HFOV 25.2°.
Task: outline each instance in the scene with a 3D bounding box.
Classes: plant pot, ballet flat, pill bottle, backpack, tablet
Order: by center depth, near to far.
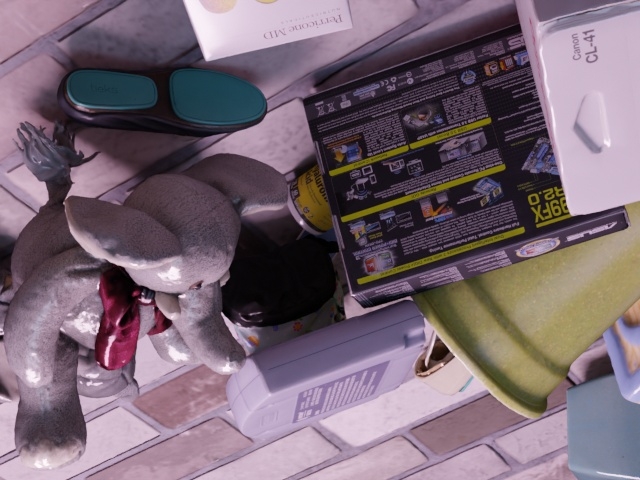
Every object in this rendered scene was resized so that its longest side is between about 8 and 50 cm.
[{"bbox_3d":[-0.155,-0.131,1.394,0.203,0.074,0.074,2,138,-17],"label":"ballet flat"},{"bbox_3d":[0.241,0.000,1.483,0.254,0.276,0.276,-38,132,16],"label":"plant pot"},{"bbox_3d":[0.025,-0.060,1.501,0.116,0.065,0.065,-33,133,25],"label":"pill bottle"},{"bbox_3d":[0.000,0.000,1.609,0.054,0.006,0.083,14,134,-23],"label":"tablet"},{"bbox_3d":[-0.037,0.087,1.615,0.152,0.115,0.182,-12,147,5],"label":"backpack"},{"bbox_3d":[0.186,0.100,1.706,0.086,0.086,0.248,13,136,-22],"label":"ballet flat"},{"bbox_3d":[0.435,0.244,1.816,0.234,0.165,0.166,-4,161,16],"label":"plant pot"}]

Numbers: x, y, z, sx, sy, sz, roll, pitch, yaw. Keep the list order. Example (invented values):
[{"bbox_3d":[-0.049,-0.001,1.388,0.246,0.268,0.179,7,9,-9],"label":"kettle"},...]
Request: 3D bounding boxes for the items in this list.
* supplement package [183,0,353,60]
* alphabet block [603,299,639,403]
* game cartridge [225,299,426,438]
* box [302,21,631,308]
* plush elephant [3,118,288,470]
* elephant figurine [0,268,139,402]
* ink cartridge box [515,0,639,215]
[{"bbox_3d":[-0.065,-0.289,1.173,0.139,0.134,0.244,-13,139,6],"label":"supplement package"},{"bbox_3d":[0.451,0.079,1.632,0.197,0.193,0.192,16,135,-25],"label":"alphabet block"},{"bbox_3d":[0.000,0.142,1.493,0.196,0.060,0.294,-23,166,-10],"label":"game cartridge"},{"bbox_3d":[0.136,-0.076,1.383,0.270,0.216,0.060,-19,161,11],"label":"box"},{"bbox_3d":[-0.160,0.033,1.368,0.255,0.272,0.330,0,109,46],"label":"plush elephant"},{"bbox_3d":[-0.325,0.089,1.574,0.239,0.186,0.169,3,-178,2],"label":"elephant figurine"},{"bbox_3d":[0.224,-0.209,1.180,0.131,0.306,0.226,-14,139,7],"label":"ink cartridge box"}]
